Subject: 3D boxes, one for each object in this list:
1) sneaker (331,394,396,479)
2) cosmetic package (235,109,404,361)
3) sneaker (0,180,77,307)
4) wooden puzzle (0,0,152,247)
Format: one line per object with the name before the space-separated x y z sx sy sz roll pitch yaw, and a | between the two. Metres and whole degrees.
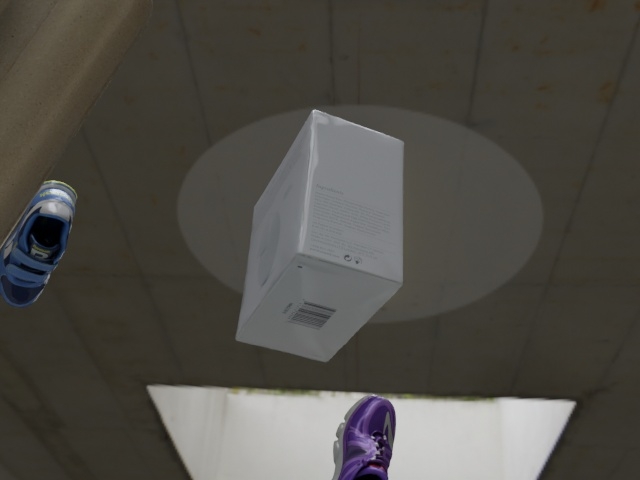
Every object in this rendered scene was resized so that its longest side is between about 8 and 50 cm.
sneaker | 0.051 0.228 0.812 0.068 0.170 0.071 35 -44 -14
cosmetic package | 0.000 0.000 1.035 0.138 0.225 0.224 16 -37 -17
sneaker | -0.288 0.012 0.809 0.053 0.059 0.144 16 -67 -27
wooden puzzle | -0.335 -0.125 0.517 0.347 0.322 0.080 25 -19 6
